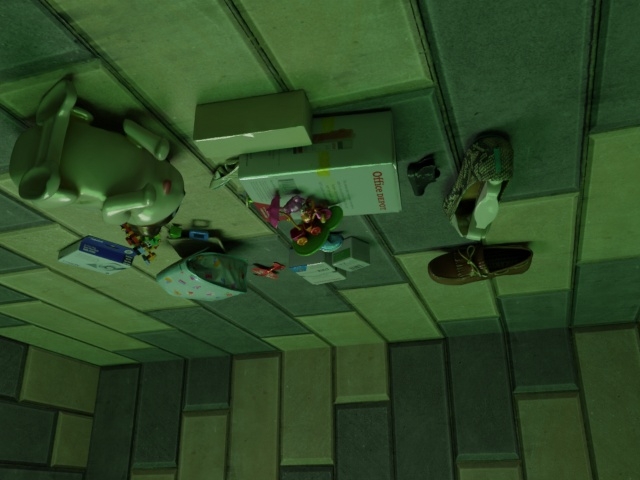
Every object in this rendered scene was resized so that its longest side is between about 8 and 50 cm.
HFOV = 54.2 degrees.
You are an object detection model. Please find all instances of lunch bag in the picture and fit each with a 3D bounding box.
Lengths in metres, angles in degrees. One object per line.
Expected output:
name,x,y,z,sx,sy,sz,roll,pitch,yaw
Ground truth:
lunch bag,-0.424,0.122,2.224,0.262,0.160,0.223,15,156,-39

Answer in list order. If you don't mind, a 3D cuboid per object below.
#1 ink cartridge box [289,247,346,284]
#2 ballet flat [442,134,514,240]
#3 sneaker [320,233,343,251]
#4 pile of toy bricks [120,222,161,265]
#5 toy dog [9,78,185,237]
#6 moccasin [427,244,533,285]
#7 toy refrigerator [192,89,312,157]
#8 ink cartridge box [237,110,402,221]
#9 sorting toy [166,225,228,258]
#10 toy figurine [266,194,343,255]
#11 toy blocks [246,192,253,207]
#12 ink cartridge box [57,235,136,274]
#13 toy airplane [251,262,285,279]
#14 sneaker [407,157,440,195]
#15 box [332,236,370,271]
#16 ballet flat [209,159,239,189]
ink cartridge box,-0.008,0.089,2.355,0.148,0.086,0.203,-11,155,22
ballet flat,0.444,-0.107,1.777,0.164,0.182,0.483,-2,157,1
sneaker,0.000,0.000,2.178,0.162,0.063,0.073,-4,153,8
pile of toy bricks,-0.590,-0.007,2.130,0.105,0.118,0.212,-32,147,-8
toy dog,-0.531,-0.145,1.565,0.395,0.285,0.407,-20,152,40
moccasin,0.583,0.084,2.280,0.379,0.139,0.147,-2,156,3
toy refrigerator,-0.158,-0.272,1.487,0.269,0.102,0.094,-6,156,12
ink cartridge box,0.010,-0.182,1.622,0.384,0.161,0.279,-3,157,9
sorting toy,-0.434,0.017,2.238,0.195,0.047,0.348,2,157,4
toy figurine,-0.055,-0.063,1.583,0.173,0.130,0.159,-35,134,22
toy blocks,-0.141,-0.126,1.838,0.148,0.054,0.123,1,-168,-2
ink cartridge box,-0.825,0.062,2.336,0.224,0.045,0.223,-21,149,39
toy airplane,-0.204,0.119,2.497,0.151,0.028,0.151,-1,158,0
sneaker,0.301,-0.177,1.776,0.089,0.051,0.170,-4,154,21
box,0.111,0.050,2.263,0.102,0.087,0.101,22,148,-40
ballet flat,-0.260,-0.194,1.753,0.168,0.057,0.052,-20,122,32
